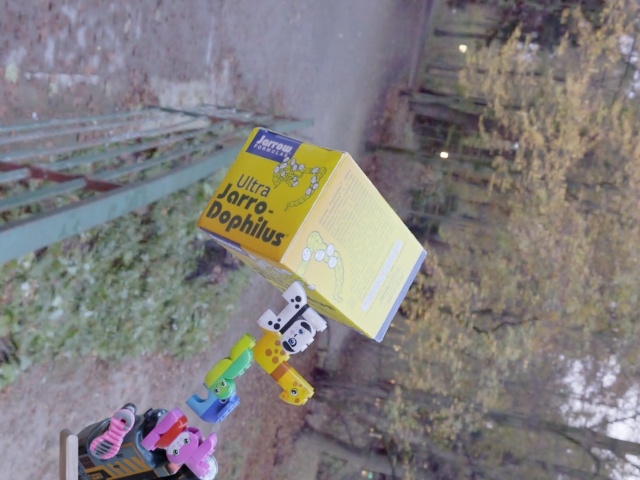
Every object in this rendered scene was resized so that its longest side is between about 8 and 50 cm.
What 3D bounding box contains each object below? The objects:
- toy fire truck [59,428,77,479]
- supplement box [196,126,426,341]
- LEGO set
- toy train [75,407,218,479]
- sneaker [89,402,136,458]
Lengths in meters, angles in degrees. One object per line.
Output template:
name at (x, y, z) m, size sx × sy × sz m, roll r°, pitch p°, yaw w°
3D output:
toy fire truck at (-0.372, 0.357, 0.897) m, size 0.246 × 0.217 × 0.159 m, roll -48°, pitch 128°, yaw -23°
supplement box at (0.000, 0.000, 1.226) m, size 0.195 × 0.194 × 0.356 m, roll -60°, pitch 142°, yaw -11°
LEGO set at (-0.065, 0.154, 0.761) m, size 0.227 × 0.093 × 0.087 m, roll -47°, pitch 175°, yaw 6°
toy train at (-0.338, 0.415, 1.363) m, size 0.190 × 0.333 × 0.142 m, roll 57°, pitch 40°, yaw -10°
sneaker at (-0.359, 0.332, 1.279) m, size 0.119 × 0.047 × 0.057 m, roll -50°, pitch -168°, yaw 15°
